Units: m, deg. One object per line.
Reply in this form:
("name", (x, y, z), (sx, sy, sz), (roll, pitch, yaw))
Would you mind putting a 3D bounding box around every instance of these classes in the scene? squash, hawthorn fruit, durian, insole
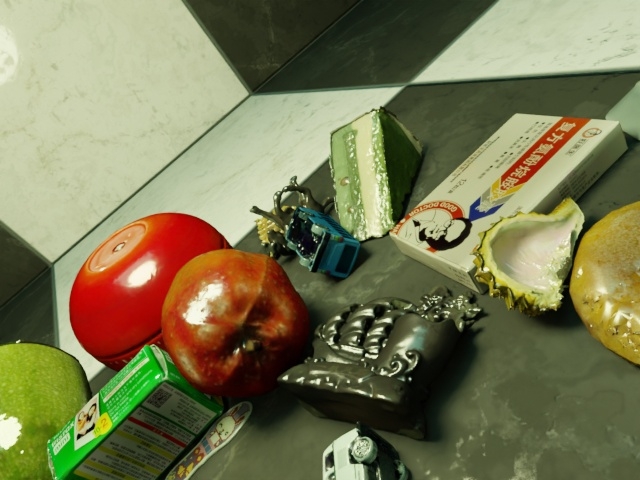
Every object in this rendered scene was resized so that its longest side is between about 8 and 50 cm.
("squash", (-0.570, 0.383, 0.911), (0.310, 0.310, 0.309), (-46, 32, -15))
("hawthorn fruit", (-0.131, 0.133, 0.803), (0.254, 0.254, 0.300), (-47, 12, -17))
("durian", (0.300, 0.019, 0.689), (0.140, 0.078, 0.224), (32, 59, 32))
("insole", (-0.192, 0.350, 0.838), (0.197, 0.004, 0.065), (-43, 30, -11))

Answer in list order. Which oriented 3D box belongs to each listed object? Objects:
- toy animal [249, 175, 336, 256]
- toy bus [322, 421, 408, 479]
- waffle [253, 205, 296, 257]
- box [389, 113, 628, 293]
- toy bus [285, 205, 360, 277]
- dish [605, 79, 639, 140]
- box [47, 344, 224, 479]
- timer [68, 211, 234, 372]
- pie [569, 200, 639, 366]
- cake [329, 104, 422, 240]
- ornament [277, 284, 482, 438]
("toy animal", (-0.063, -0.058, 1.154), (0.233, 0.148, 0.085), (-41, 16, -31))
("toy bus", (0.051, 0.313, 0.548), (0.089, 0.087, 0.193), (-35, 29, 20))
("waffle", (-0.120, -0.026, 1.252), (0.192, 0.046, 0.160), (6, 50, 52))
("box", (0.311, -0.081, 0.843), (0.353, 0.069, 0.214), (-44, 30, -7))
("toy bus", (0.000, 0.000, 1.018), (0.089, 0.106, 0.184), (-70, 26, 15))
("dish", (0.595, -0.251, 0.756), (0.243, 0.080, 0.181), (-31, 30, 14))
("box", (-0.307, 0.318, 0.836), (0.250, 0.180, 0.103), (-45, 41, -10))
("timer", (-0.364, 0.109, 1.093), (0.378, 0.279, 0.377), (-25, 32, 16))
("pie", (0.421, 0.034, 0.554), (0.274, 0.069, 0.273), (-24, 36, 18))
("cake", (0.138, -0.122, 1.103), (0.158, 0.172, 0.283), (-20, 66, 40))
("ornament", (0.095, 0.147, 0.732), (0.251, 0.106, 0.260), (-5, 37, 41))
